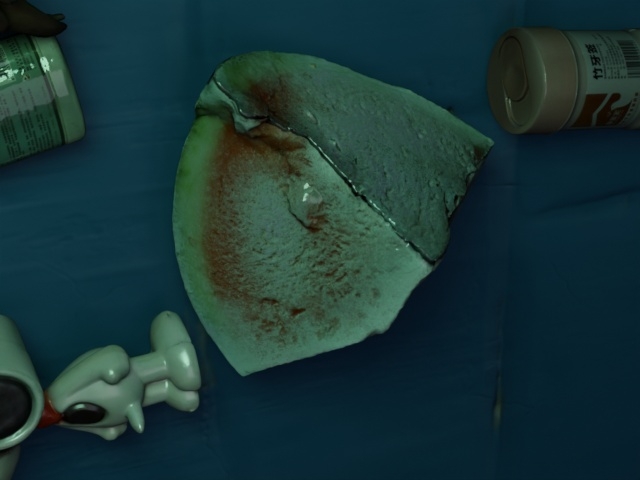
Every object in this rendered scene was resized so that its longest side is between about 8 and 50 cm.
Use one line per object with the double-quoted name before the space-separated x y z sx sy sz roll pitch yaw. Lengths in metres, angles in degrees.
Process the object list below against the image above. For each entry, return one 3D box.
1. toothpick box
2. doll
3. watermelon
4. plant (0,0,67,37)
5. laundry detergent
"toothpick box" 0.242 -0.149 1.258 0.148 0.098 0.099 -4 114 -25
"doll" -0.242 0.112 1.133 0.271 0.144 0.208 -26 139 -11
"watermelon" 0.000 0.000 1.140 0.319 0.213 0.290 23 103 -43
"plant" -0.305 -0.200 0.926 0.233 0.178 0.204 -18 118 -11
"laundry detergent" -0.299 -0.086 1.042 0.225 0.070 0.099 -23 126 -16
